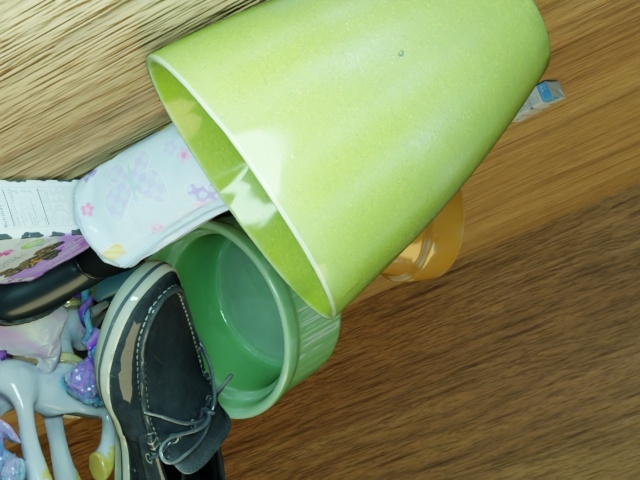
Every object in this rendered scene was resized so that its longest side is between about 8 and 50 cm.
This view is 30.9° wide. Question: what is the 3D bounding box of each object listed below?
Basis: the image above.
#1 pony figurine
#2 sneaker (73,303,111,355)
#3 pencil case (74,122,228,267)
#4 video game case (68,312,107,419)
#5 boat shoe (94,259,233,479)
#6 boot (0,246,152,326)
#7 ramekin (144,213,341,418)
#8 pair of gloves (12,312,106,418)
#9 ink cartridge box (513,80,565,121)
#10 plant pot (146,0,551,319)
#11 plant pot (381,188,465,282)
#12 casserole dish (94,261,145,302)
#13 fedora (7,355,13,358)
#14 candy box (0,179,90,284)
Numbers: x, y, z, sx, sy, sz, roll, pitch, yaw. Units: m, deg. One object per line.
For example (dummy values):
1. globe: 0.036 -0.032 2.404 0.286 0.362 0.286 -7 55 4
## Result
1. pony figurine: -0.436 0.204 1.668 0.303 0.363 0.351 -19 158 37
2. sneaker: -0.363 0.162 2.049 0.271 0.108 0.100 -22 -174 11
3. pencil case: -0.134 -0.069 1.250 0.273 0.124 0.113 -24 170 23
4. video game case: -0.334 0.223 1.984 0.196 0.026 0.274 -54 153 3
5. boat shoe: -0.208 0.244 1.646 0.156 0.500 0.187 17 -143 22
6. boot: -0.301 0.017 1.445 0.246 0.094 0.207 -24 176 -25
7. ramekin: -0.113 0.099 1.737 0.148 0.303 0.303 -22 174 -46
8. pair of gloves: -0.410 0.195 1.905 0.204 0.042 0.240 -56 148 -3
9. ink cartridge box: 0.313 -0.204 1.712 0.083 0.028 0.048 -28 168 35
10. plant pot: 0.045 -0.127 1.020 0.293 0.275 0.275 -36 173 -9
11. plant pot: 0.071 -0.035 1.659 0.188 0.205 0.205 -6 164 -32
12. casserole dish: -0.307 0.070 1.922 0.114 0.037 0.188 -25 168 25
13. fedora: -0.581 0.238 2.012 0.275 0.124 0.244 -23 170 32
14. candy box: -0.355 -0.005 1.293 0.165 0.070 0.196 -26 169 31
